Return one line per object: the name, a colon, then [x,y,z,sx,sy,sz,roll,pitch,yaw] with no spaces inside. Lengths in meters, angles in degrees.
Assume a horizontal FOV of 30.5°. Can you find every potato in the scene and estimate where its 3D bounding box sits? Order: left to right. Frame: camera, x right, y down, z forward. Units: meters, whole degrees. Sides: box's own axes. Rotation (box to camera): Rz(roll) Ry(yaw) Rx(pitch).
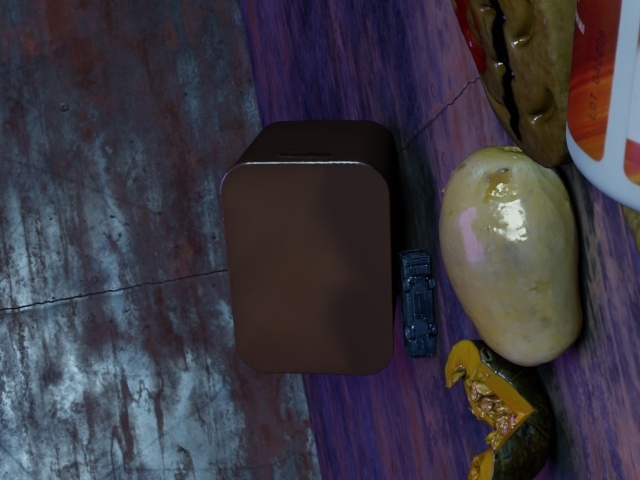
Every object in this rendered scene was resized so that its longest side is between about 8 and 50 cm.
potato: [0.196,0.017,1.214,0.150,0.146,0.234,-35,-60,-68]

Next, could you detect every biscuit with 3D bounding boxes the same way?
biscuit: [0.142,-0.240,0.998,0.314,0.063,0.367,-121,11,-68]

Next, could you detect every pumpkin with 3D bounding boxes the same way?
pumpkin: [0.209,0.203,1.336,0.119,0.107,0.184,122,146,-63]

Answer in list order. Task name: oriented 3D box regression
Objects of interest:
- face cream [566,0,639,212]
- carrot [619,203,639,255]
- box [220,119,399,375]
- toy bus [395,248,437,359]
face cream: [0.244,-0.123,0.653,0.201,0.201,0.187,-115,20,-56]
carrot: [0.267,-0.049,0.961,0.298,0.078,0.078,-104,11,-47]
box: [0.000,0.000,1.788,0.229,0.239,0.339,-70,-21,-64]
toy bus: [0.142,0.093,1.751,0.065,0.047,0.166,-117,21,-69]
